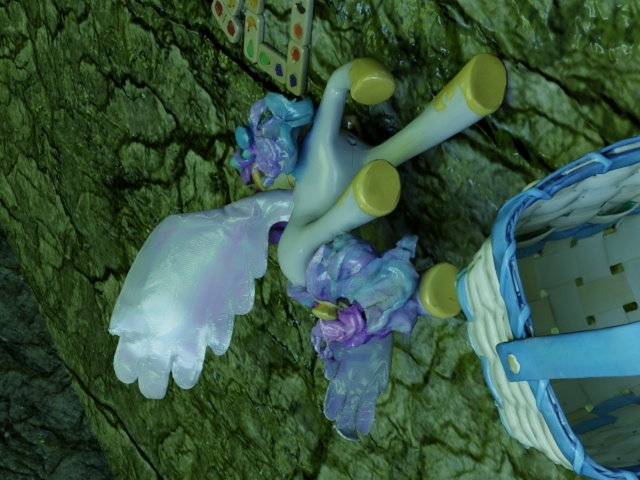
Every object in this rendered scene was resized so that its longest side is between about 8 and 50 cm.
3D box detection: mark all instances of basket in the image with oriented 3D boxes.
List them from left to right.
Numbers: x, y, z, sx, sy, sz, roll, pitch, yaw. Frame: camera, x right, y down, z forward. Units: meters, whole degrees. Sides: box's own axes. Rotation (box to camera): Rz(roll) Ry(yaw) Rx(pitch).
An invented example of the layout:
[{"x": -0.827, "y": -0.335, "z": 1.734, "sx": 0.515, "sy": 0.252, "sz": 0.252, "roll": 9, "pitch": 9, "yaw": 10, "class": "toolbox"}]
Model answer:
[{"x": 0.218, "y": 0.033, "z": 0.616, "sx": 0.289, "sy": 0.255, "sz": 0.201, "roll": -22, "pitch": 86, "yaw": 70, "class": "basket"}]

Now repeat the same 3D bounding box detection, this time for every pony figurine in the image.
[{"x": 0.000, "y": 0.000, "z": 0.971, "sx": 0.363, "sy": 0.303, "sz": 0.350, "roll": -11, "pitch": 64, "yaw": 62, "class": "pony figurine"}]

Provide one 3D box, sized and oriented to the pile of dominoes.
[{"x": -0.077, "y": -0.302, "z": 1.105, "sx": 0.196, "sy": 0.040, "sz": 0.251, "roll": 40, "pitch": 136, "yaw": 40, "class": "pile of dominoes"}]
